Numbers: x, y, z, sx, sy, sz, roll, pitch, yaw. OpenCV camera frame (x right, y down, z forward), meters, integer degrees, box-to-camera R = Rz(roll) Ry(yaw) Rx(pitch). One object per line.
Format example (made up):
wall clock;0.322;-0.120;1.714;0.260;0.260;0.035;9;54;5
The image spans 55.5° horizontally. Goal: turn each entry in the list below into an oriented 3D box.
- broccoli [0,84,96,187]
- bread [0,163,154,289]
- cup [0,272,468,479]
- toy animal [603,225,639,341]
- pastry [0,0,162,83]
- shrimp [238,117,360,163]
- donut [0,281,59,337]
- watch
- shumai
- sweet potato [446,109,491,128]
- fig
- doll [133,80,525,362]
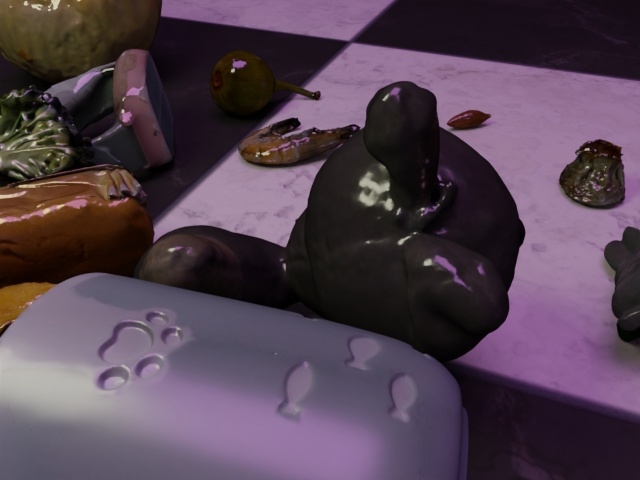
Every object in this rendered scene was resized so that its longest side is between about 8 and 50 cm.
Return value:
broccoli;-0.449;-0.091;0.779;0.304;0.145;0.165;-16;71;-25
bread;-0.329;0.000;0.744;0.241;0.136;0.107;-15;41;-18
cup;-0.042;0.170;0.458;0.274;0.260;0.356;10;6;12
toy animal;0.402;0.051;0.710;0.108;0.138;0.236;44;32;5
pastry;-0.515;-0.501;1.270;0.388;0.313;0.389;2;69;-4
shrimp;-0.042;-0.186;1.079;0.217;0.051;0.150;-14;31;-13
donut;-0.314;0.125;0.628;0.174;0.075;0.190;-6;32;-7
watch;-0.378;-0.186;1.003;0.241;0.162;0.253;-14;43;-1
shumai;0.433;-0.117;0.953;0.098;0.087;0.124;7;35;11
sweet potato;0.278;-0.230;1.153;0.095;0.034;0.034;-11;38;-16
fig;-0.104;-0.307;1.204;0.236;0.124;0.124;-7;34;-34
doll;0.010;0.034;0.589;0.378;0.382;0.252;-26;83;-8
